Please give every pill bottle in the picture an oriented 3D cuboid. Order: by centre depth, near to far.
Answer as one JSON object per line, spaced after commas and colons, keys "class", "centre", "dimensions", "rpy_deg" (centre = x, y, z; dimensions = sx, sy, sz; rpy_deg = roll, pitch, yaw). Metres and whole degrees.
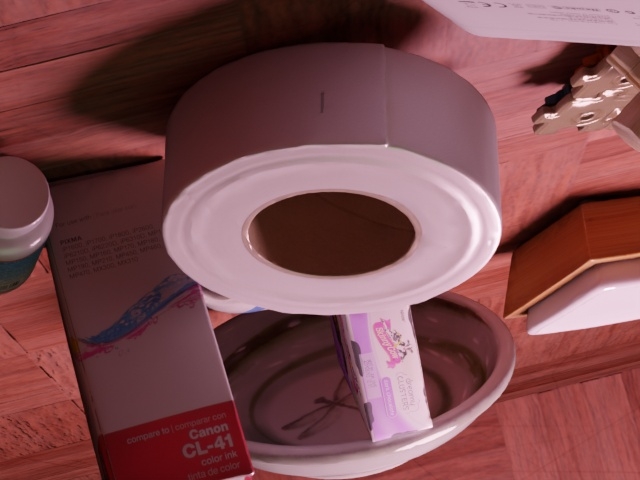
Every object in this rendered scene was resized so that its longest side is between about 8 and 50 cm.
{"class": "pill bottle", "centre": [-0.276, -0.015, 1.623], "dimensions": [0.087, 0.087, 0.160], "rpy_deg": [-9, 165, -20]}

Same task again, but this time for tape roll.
{"class": "tape roll", "centre": [0.009, -0.045, 1.578], "dimensions": [0.286, 0.100, 0.286], "rpy_deg": [0, 150, 0]}

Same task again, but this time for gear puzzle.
{"class": "gear puzzle", "centre": [0.317, -0.183, 1.659], "dimensions": [0.176, 0.044, 0.339], "rpy_deg": [-6, 161, -24]}

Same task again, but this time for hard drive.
{"class": "hard drive", "centre": [0.147, -0.193, 1.272], "dimensions": [0.233, 0.047, 0.353], "rpy_deg": [7, 176, 25]}

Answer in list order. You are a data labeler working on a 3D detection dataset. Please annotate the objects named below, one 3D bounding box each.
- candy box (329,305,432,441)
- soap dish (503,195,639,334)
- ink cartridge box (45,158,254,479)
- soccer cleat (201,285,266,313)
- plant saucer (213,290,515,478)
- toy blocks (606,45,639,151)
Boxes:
{"class": "candy box", "centre": [0.055, 0.095, 2.031], "dimensions": [0.070, 0.164, 0.196], "rpy_deg": [-13, -155, -5]}
{"class": "soap dish", "centre": [0.393, 0.020, 2.330], "dimensions": [0.291, 0.118, 0.229], "rpy_deg": [-7, 164, -24]}
{"class": "ink cartridge box", "centre": [-0.165, 0.107, 1.750], "dimensions": [0.131, 0.306, 0.226], "rpy_deg": [-13, 166, -9]}
{"class": "soccer cleat", "centre": [0.000, 0.000, 1.883], "dimensions": [0.331, 0.116, 0.143], "rpy_deg": [-20, 165, 23]}
{"class": "plant saucer", "centre": [0.029, 0.179, 2.178], "dimensions": [0.401, 0.100, 0.400], "rpy_deg": [-8, -156, 4]}
{"class": "toy blocks", "centre": [0.428, -0.132, 1.559], "dimensions": [0.260, 0.309, 0.288], "rpy_deg": [-46, 176, -6]}
